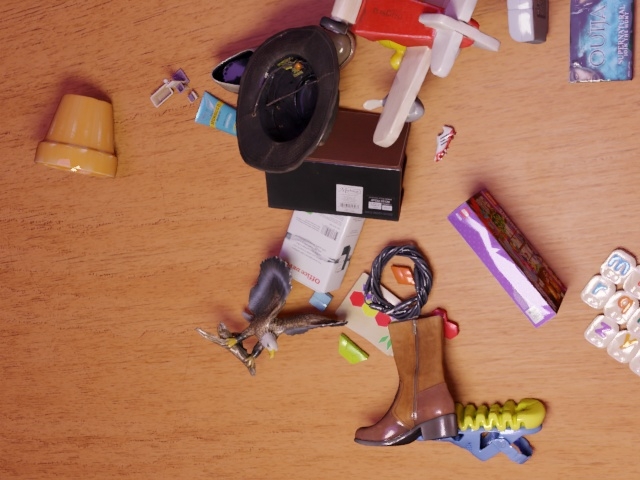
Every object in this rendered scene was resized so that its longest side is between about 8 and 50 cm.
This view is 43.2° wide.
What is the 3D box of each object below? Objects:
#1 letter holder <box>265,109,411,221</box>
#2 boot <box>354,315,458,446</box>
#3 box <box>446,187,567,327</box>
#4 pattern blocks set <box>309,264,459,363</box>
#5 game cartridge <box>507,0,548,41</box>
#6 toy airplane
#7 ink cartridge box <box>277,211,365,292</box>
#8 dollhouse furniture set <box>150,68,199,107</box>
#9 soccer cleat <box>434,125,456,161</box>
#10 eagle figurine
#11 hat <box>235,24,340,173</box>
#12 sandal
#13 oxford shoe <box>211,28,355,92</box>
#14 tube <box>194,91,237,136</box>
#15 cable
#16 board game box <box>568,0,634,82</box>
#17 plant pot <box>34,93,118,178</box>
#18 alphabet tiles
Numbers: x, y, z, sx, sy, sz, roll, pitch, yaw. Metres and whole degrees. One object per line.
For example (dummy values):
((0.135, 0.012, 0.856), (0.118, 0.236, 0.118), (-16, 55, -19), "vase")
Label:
((0.045, -0.181, 1.847), (0.302, 0.214, 0.152), (6, 133, 9), "letter holder")
((0.178, 0.326, 1.865), (0.264, 0.096, 0.280), (-21, 68, 36), "boot")
((0.402, 0.030, 1.722), (0.057, 0.201, 0.293), (-40, 85, 25), "box")
((0.141, 0.181, 1.955), (0.325, 0.026, 0.285), (46, 113, 8), "pattern blocks set")
((0.412, -0.541, 1.602), (0.060, 0.196, 0.294), (1, 101, 21), "game cartridge")
((0.218, -0.433, 1.662), (0.386, 0.272, 0.384), (-31, 61, 33), "toy airplane")
((0.000, 0.000, 1.925), (0.153, 0.087, 0.208), (29, 108, 27), "ink cartridge box")
((-0.382, -0.360, 2.024), (0.114, 0.081, 0.091), (-35, 87, 24), "dollhouse furniture set")
((0.273, -0.217, 1.819), (0.036, 0.029, 0.083), (33, 108, 22), "soccer cleat")
((-0.104, 0.193, 1.943), (0.298, 0.226, 0.225), (-43, 60, 17), "eagle figurine")
((-0.043, -0.286, 1.738), (0.331, 0.134, 0.331), (-14, 68, 37), "hat")
((0.364, 0.452, 1.873), (0.317, 0.126, 0.138), (-6, 103, 24), "sandal")
((-0.089, -0.406, 1.868), (0.348, 0.130, 0.123), (-15, 92, 23), "oxford shoe")
((-0.216, -0.293, 1.994), (0.207, 0.052, 0.080), (26, 99, 21), "tube")
((0.185, 0.097, 1.879), (0.151, 0.047, 0.184), (27, 109, 15), "cable")
((0.574, -0.419, 1.654), (0.126, 0.026, 0.186), (1, 101, 21), "board game box")
((-0.616, -0.271, 2.089), (0.205, 0.205, 0.187), (10, 89, 20), "plant pot")
((0.710, 0.147, 1.720), (0.284, 0.021, 0.278), (35, 112, 12), "alphabet tiles")
